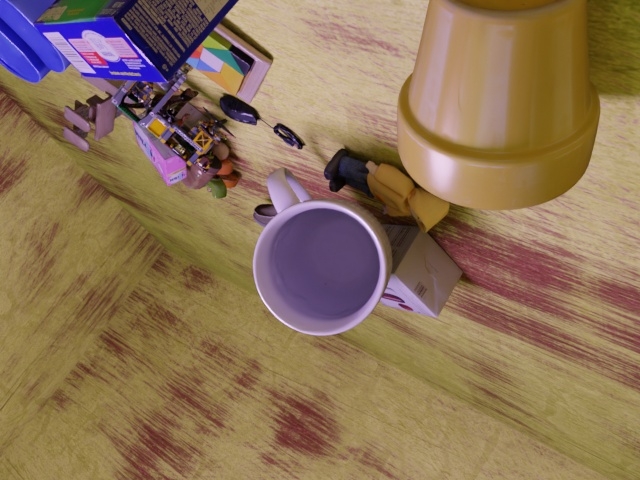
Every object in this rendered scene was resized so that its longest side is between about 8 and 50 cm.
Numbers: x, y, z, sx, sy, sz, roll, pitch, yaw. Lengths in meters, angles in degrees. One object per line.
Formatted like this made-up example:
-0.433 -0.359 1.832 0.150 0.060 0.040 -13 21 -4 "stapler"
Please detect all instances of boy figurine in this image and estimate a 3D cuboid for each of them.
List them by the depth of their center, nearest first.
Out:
0.150 -0.101 1.440 0.285 0.092 0.177 30 160 27 "boy figurine"

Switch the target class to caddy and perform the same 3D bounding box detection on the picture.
-0.774 -0.586 1.722 0.241 0.179 0.341 -9 140 32 "caddy"

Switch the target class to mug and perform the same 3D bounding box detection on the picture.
0.000 0.000 1.465 0.374 0.276 0.328 57 -168 1 "mug"

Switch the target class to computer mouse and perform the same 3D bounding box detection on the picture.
-0.149 -0.280 1.596 0.242 0.041 0.071 31 162 11 "computer mouse"

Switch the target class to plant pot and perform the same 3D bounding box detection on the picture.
0.219 -0.207 0.799 0.254 0.254 0.239 25 145 28 "plant pot"

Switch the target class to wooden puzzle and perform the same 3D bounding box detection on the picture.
-0.224 -0.394 1.405 0.221 0.044 0.238 34 164 -9 "wooden puzzle"

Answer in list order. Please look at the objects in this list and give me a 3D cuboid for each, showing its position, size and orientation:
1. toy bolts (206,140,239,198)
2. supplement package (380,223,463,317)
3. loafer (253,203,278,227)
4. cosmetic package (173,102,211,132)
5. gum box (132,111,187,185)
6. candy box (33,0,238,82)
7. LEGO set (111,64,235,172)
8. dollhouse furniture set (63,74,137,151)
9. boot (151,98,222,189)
-0.349 -0.252 1.981 0.228 0.159 0.218 21 -159 11 "toy bolts"
0.212 0.073 1.691 0.194 0.149 0.203 44 160 -29 "supplement package"
-0.109 -0.090 1.992 0.251 0.094 0.088 8 126 38 "loafer"
-0.343 -0.322 1.816 0.115 0.060 0.041 40 163 -11 "cosmetic package"
-0.437 -0.255 1.768 0.188 0.062 0.107 50 154 22 "gum box"
-0.234 -0.391 0.977 0.268 0.317 0.122 16 154 44 "candy box"
-0.348 -0.351 1.642 0.331 0.192 0.255 43 -168 -8 "LEGO set"
-0.596 -0.383 1.883 0.161 0.212 0.242 34 136 8 "dollhouse furniture set"
-0.412 -0.273 1.855 0.305 0.115 0.112 51 -152 15 "boot"
